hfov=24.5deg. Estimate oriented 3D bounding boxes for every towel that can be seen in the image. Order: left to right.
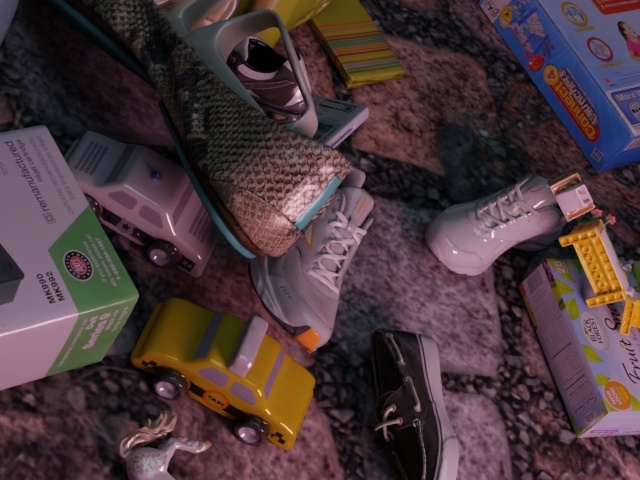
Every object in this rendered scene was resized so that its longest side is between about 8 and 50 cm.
[{"bbox_3d":[0.014,-0.294,1.884,0.102,0.021,0.237,-13,64,-42],"label":"towel"}]

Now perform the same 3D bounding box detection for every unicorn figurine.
[{"bbox_3d":[-0.134,0.237,1.353,0.111,0.060,0.162,-16,50,-39],"label":"unicorn figurine"}]

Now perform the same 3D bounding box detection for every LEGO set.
[{"bbox_3d":[0.372,0.025,1.696,0.287,0.132,0.107,35,36,6],"label":"LEGO set"}]

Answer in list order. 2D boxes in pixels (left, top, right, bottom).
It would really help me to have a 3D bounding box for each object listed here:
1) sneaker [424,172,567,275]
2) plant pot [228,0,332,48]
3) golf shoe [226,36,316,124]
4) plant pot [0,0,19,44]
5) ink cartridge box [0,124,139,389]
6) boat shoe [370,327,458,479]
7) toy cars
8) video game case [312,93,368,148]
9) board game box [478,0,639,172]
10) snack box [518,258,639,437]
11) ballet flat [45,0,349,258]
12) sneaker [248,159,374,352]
[{"bbox_3d":[0.220,-0.034,1.740,0.232,0.115,0.090,-20,69,-41],"label":"sneaker"},{"bbox_3d":[-0.076,-0.358,1.728,0.228,0.227,0.207,38,60,0],"label":"plant pot"},{"bbox_3d":[-0.093,-0.193,1.644,0.198,0.094,0.077,17,38,23],"label":"golf shoe"},{"bbox_3d":[-0.441,-0.177,1.353,0.290,0.290,0.195,16,85,-22],"label":"plant pot"},{"bbox_3d":[-0.344,0.032,1.326,0.289,0.121,0.211,-16,65,-39],"label":"ink cartridge box"},{"bbox_3d":[0.087,0.184,1.520,0.070,0.077,0.219,16,41,-23],"label":"boat shoe"},{"bbox_3d":[-0.130,0.033,1.485,0.176,0.087,0.393,-13,64,-39],"label":"toy cars"},{"bbox_3d":[-0.048,-0.129,1.654,0.157,0.019,0.143,15,37,26],"label":"video game case"},{"bbox_3d":[0.422,-0.264,2.071,0.308,0.086,0.302,-15,65,-39],"label":"board game box"},{"bbox_3d":[0.347,0.124,1.731,0.175,0.070,0.207,3,54,-30],"label":"snack box"},{"bbox_3d":[-0.122,-0.184,1.529,0.483,0.182,0.164,50,5,34],"label":"ballet flat"},{"bbox_3d":[0.000,0.000,1.523,0.099,0.121,0.262,46,24,-32],"label":"sneaker"}]
